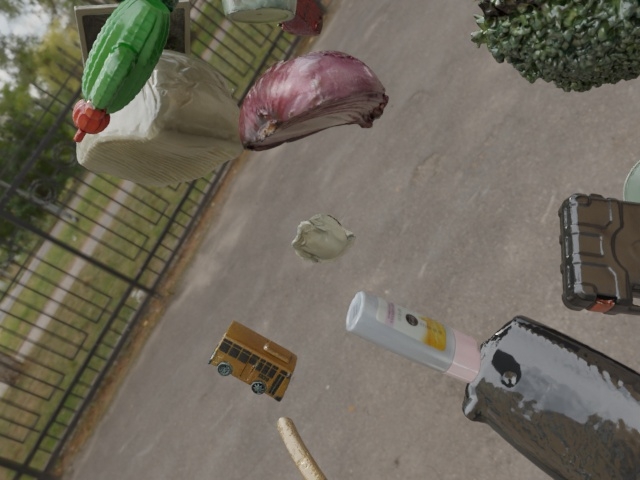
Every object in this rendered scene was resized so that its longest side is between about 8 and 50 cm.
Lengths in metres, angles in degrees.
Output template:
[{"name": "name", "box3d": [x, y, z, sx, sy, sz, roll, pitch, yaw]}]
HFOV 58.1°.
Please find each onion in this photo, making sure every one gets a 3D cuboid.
[{"name": "onion", "box3d": [-0.002, -0.230, 0.927, 0.227, 0.283, 0.120, -17, 89, 40]}]

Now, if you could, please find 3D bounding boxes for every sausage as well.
[{"name": "sausage", "box3d": [-0.058, 0.678, 1.812, 0.066, 0.066, 0.301, -54, 39, 6]}]

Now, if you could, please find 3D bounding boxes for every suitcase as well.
[{"name": "suitcase", "box3d": [0.553, 0.032, 0.972, 0.066, 0.285, 0.206, 96, -179, -67]}]

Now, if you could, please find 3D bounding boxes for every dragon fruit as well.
[{"name": "dragon fruit", "box3d": [-0.068, -0.606, 1.531, 0.096, 0.147, 0.102, 2, 65, 42]}]

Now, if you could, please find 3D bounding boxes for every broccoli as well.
[{"name": "broccoli", "box3d": [0.425, -0.394, 0.879, 0.293, 0.348, 0.281, 143, 135, -66]}]

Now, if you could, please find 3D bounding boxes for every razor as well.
[{"name": "razor", "box3d": [0.391, 0.266, 0.866, 0.349, 0.113, 0.204, 30, 97, 30]}]

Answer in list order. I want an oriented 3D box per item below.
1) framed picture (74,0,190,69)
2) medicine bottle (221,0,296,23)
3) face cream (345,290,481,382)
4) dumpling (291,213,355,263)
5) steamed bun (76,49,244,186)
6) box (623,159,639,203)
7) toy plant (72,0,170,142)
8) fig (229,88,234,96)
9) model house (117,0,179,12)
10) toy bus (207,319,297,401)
[{"name": "framed picture", "box3d": [-0.543, -0.592, 1.707, 0.020, 0.324, 0.240, 61, 152, 31]}, {"name": "medicine bottle", "box3d": [-0.119, -0.502, 1.107, 0.147, 0.147, 0.143, 15, 109, 63]}, {"name": "face cream", "box3d": [0.136, 0.137, 0.829, 0.084, 0.198, 0.057, -83, 18, -54]}, {"name": "dumpling", "box3d": [0.000, 0.000, 1.422, 0.127, 0.188, 0.108, -39, 52, 26]}, {"name": "steamed bun", "box3d": [-0.322, -0.258, 1.151, 0.383, 0.247, 0.236, -9, 75, 47]}, {"name": "box", "box3d": [0.859, -0.099, 1.375, 0.226, 0.149, 0.226, -10, 73, 34]}, {"name": "toy plant", "box3d": [-0.297, -0.245, 0.837, 0.240, 0.088, 0.154, -60, 26, 0]}, {"name": "fig", "box3d": [-0.399, -0.456, 1.778, 0.231, 0.160, 0.143, -30, 40, -34]}, {"name": "model house", "box3d": [-0.331, -0.513, 0.863, 0.249, 0.230, 0.280, -98, 17, -77]}, {"name": "toy bus", "box3d": [-0.155, 0.289, 1.396, 0.114, 0.201, 0.098, -59, 3, 17]}]
